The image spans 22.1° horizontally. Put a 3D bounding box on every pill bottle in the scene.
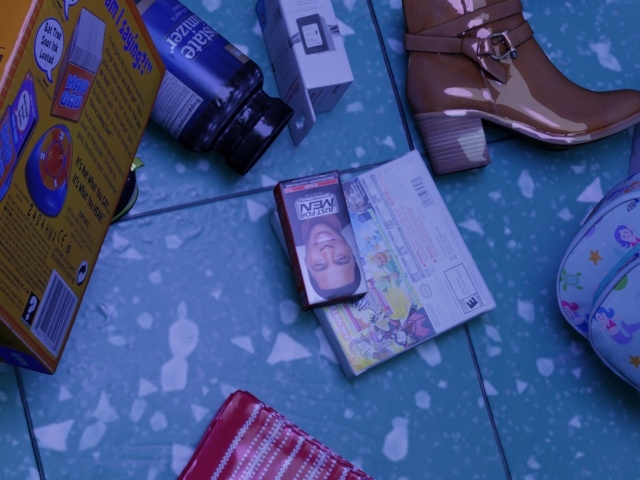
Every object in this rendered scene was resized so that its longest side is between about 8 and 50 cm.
[{"bbox_3d":[-0.142,-0.175,1.810,0.219,0.123,0.123,38,71,-1],"label":"pill bottle"}]

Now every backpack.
[{"bbox_3d":[0.390,0.055,1.811,0.253,0.225,0.191,43,33,7],"label":"backpack"}]

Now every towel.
[{"bbox_3d":[-0.029,0.308,1.746,0.275,0.031,0.199,34,69,1],"label":"towel"}]

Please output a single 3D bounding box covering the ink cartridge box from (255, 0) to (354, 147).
[{"bbox_3d":[-0.015,-0.207,1.857,0.060,0.104,0.180,-13,79,-17],"label":"ink cartridge box"}]

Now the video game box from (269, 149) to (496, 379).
[{"bbox_3d":[0.070,0.026,1.843,0.187,0.048,0.205,-23,81,-19],"label":"video game box"}]

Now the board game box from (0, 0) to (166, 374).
[{"bbox_3d":[-0.401,-0.126,1.566,0.356,0.356,0.356,14,72,13],"label":"board game box"}]

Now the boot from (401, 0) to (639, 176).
[{"bbox_3d":[0.234,-0.207,1.901,0.283,0.109,0.220,-12,90,-2],"label":"boot"}]

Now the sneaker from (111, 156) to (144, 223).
[{"bbox_3d":[-0.292,-0.024,1.749,0.234,0.097,0.084,-38,86,-19],"label":"sneaker"}]

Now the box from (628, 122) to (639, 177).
[{"bbox_3d":[0.431,-0.124,1.920,0.091,0.130,0.171,14,74,-9],"label":"box"}]

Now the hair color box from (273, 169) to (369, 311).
[{"bbox_3d":[0.000,0.000,1.789,0.072,0.043,0.141,-12,79,-14],"label":"hair color box"}]
